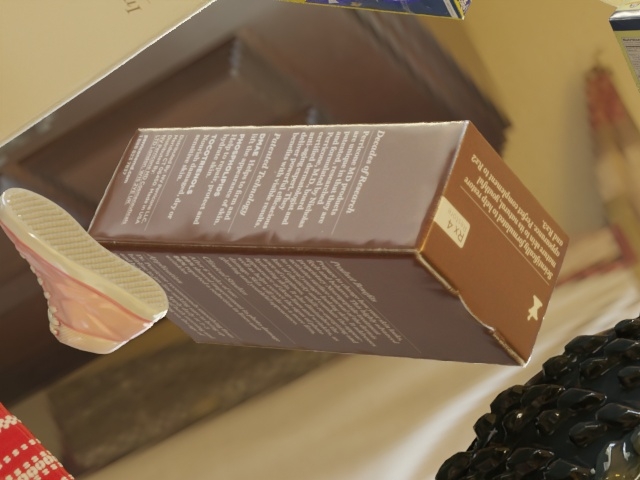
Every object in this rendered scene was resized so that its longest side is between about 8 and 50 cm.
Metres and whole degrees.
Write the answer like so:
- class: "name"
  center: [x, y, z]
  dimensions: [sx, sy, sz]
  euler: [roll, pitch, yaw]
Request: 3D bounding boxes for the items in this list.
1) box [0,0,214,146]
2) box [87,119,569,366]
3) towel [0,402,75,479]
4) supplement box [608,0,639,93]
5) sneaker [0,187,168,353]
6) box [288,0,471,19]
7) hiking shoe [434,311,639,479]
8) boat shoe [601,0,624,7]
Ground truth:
- class: "box"
  center: [-0.100, -0.182, 0.855]
  dimensions: [0.168, 0.345, 0.215]
  euler: [54, 23, -13]
- class: "box"
  center: [0.000, 0.000, 1.665]
  dimensions: [0.191, 0.381, 0.143]
  euler: [45, 59, -43]
- class: "towel"
  center: [-0.158, 0.215, 0.904]
  dimensions: [0.275, 0.199, 0.031]
  euler: [44, -21, 19]
- class: "supplement box"
  center: [0.232, -0.125, 1.164]
  dimensions: [0.083, 0.056, 0.083]
  euler: [-48, 123, -32]
- class: "sneaker"
  center: [-0.172, 0.027, 1.256]
  dimensions: [0.134, 0.070, 0.051]
  euler: [38, 28, -20]
- class: "box"
  center: [0.009, -0.168, 1.060]
  dimensions: [0.054, 0.169, 0.059]
  euler: [-63, 145, -23]
- class: "hiking shoe"
  center: [0.095, 0.158, 0.752]
  dimensions: [0.132, 0.304, 0.113]
  euler: [28, 21, -17]
- class: "boat shoe"
  center: [0.271, -0.223, 1.464]
  dimensions: [0.233, 0.079, 0.084]
  euler: [-2, 44, -35]
